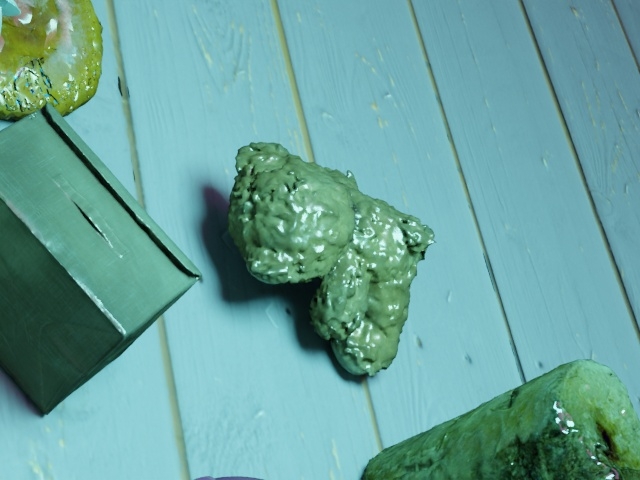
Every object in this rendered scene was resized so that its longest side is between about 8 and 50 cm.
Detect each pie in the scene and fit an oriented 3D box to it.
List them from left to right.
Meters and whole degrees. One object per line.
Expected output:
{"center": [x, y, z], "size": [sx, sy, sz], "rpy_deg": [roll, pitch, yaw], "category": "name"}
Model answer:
{"center": [-0.352, -0.235, 1.845], "size": [0.273, 0.069, 0.273], "rpy_deg": [18, 53, -26], "category": "pie"}

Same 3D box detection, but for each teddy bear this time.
{"center": [0.000, 0.000, 1.928], "size": [0.256, 0.156, 0.267], "rpy_deg": [18, 45, -33], "category": "teddy bear"}

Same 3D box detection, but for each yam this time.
{"center": [0.206, 0.254, 1.787], "size": [0.195, 0.300, 0.195], "rpy_deg": [28, 48, -35], "category": "yam"}

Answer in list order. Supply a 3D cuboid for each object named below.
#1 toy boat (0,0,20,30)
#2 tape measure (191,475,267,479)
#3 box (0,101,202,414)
{"center": [-0.355, -0.226, 1.764], "size": [0.105, 0.034, 0.149], "rpy_deg": [-8, 67, -36], "category": "toy boat"}
{"center": [-0.074, 0.329, 1.467], "size": [0.231, 0.245, 0.149], "rpy_deg": [20, 1, -32], "category": "tape measure"}
{"center": [-0.260, 0.014, 1.629], "size": [0.231, 0.155, 0.149], "rpy_deg": [49, 35, 0], "category": "box"}
